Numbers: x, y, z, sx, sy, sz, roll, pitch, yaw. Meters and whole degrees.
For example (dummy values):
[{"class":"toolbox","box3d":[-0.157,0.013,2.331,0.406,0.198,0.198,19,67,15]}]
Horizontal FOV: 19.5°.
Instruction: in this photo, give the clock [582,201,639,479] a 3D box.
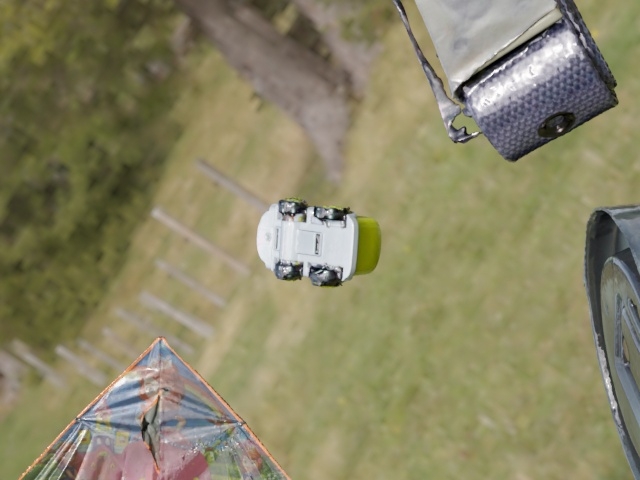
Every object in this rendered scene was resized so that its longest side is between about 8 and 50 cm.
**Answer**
[{"class":"clock","box3d":[0.315,0.113,1.722,0.061,0.312,0.312,-12,0,-4]}]

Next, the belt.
[{"class":"belt","box3d":[0.126,-0.169,1.395,0.126,0.139,0.230,-29,57,15]}]

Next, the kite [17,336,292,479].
[{"class":"kite","box3d":[-0.086,0.129,0.971,0.010,0.190,0.159,-39,-50,-83]}]

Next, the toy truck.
[{"class":"toy truck","box3d":[0.000,0.000,1.677,0.077,0.111,0.076,-4,-79,-53]}]
